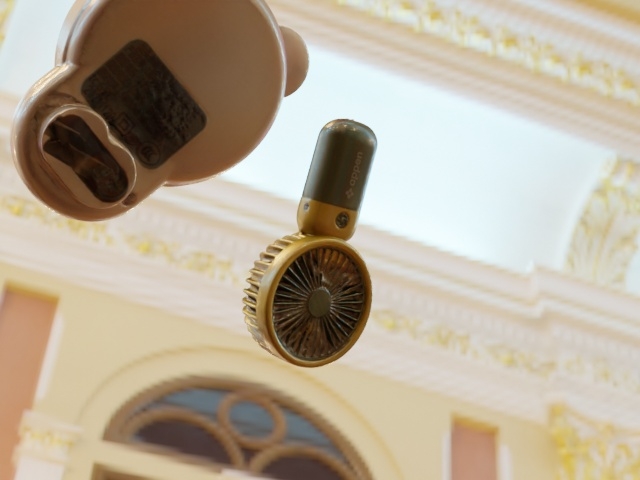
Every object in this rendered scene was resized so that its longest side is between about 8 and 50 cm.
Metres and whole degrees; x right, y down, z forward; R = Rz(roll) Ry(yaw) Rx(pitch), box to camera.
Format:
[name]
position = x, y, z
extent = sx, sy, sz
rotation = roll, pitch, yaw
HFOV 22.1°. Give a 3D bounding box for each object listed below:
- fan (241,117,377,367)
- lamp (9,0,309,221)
[fan]
position = 0.000, 0.000, 1.010
extent = 0.082, 0.039, 0.155
rotation = 15, -89, -38
[lamp]
position = -0.135, -0.118, 1.273
extent = 0.246, 0.108, 0.179
rotation = -43, -71, -12
